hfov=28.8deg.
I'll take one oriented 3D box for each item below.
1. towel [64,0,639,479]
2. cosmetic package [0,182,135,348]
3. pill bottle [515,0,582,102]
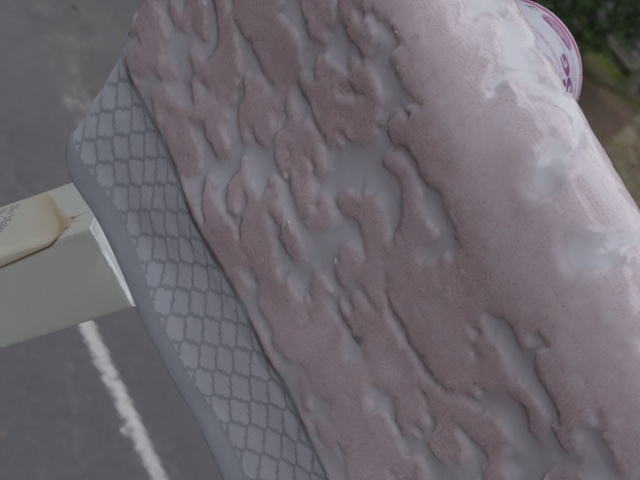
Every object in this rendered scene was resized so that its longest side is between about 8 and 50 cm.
[{"bbox_3d":[0.000,0.000,0.559,0.053,0.317,0.331,-15,69,-35],"label":"towel"},{"bbox_3d":[-0.361,0.039,1.440,0.160,0.310,0.113,-86,155,-61],"label":"cosmetic package"},{"bbox_3d":[0.143,-0.133,1.151,0.160,0.160,0.283,49,26,0],"label":"pill bottle"}]
